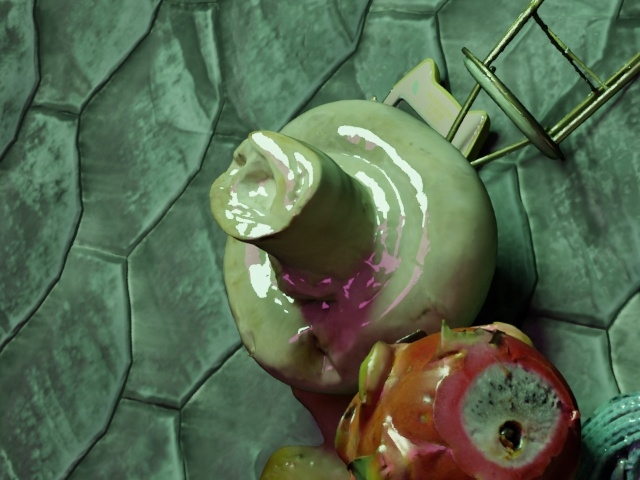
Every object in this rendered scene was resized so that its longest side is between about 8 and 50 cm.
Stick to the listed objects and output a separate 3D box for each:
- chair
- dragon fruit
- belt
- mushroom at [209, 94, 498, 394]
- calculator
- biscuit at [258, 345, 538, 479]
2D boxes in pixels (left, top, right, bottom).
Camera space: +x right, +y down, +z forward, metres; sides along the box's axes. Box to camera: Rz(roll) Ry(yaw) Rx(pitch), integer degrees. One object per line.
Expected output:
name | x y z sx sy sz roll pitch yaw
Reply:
chair | 0.189 -0.133 1.808 0.326 0.170 0.160 -43 91 8
dragon fruit | 0.115 0.176 1.612 0.227 0.224 0.224 124 148 -57
belt | 0.285 0.211 1.638 0.163 0.082 0.147 -17 68 31
mushroom | 0.000 0.000 1.741 0.293 0.290 0.292 -10 73 35
calculator | 0.078 -0.070 1.971 0.236 0.033 0.157 -49 49 12
biscuit | 0.073 0.196 1.824 0.291 0.062 0.236 2 69 37
